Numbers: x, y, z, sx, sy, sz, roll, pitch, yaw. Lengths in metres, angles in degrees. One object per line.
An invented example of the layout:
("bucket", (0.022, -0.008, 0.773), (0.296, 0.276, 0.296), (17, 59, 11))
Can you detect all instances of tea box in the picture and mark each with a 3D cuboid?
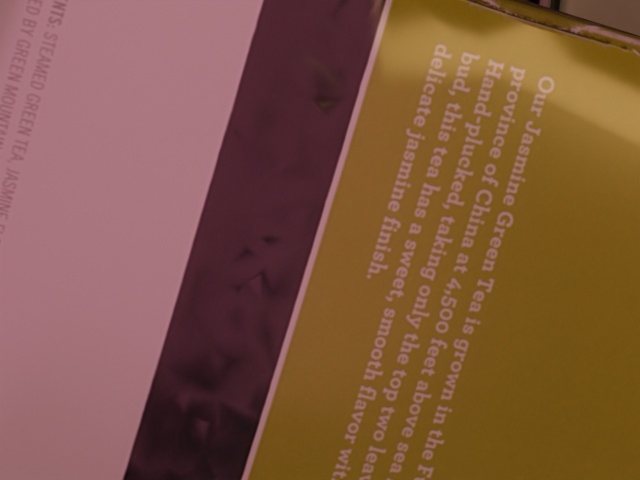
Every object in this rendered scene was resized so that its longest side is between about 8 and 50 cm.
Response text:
("tea box", (0.000, 0.000, 0.710), (0.323, 0.329, 0.220), (15, 98, -15))
